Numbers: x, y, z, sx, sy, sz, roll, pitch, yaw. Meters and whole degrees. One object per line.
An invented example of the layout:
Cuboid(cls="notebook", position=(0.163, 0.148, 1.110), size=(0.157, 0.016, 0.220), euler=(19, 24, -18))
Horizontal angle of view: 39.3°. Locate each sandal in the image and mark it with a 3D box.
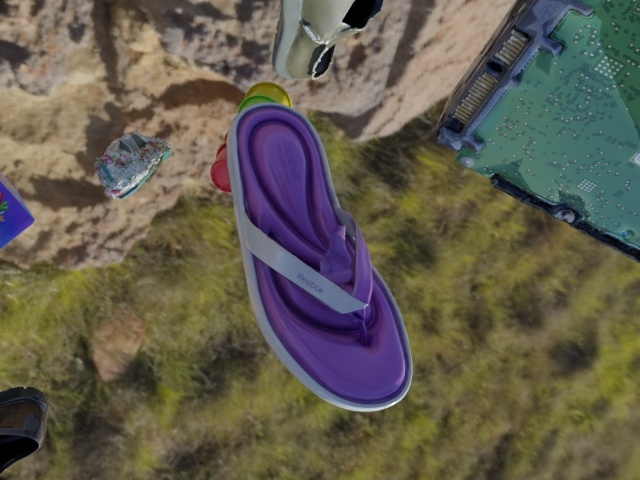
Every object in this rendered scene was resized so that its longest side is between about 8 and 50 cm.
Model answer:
Cuboid(cls="sandal", position=(-0.014, 0.005, 1.057), size=(0.170, 0.416, 0.102), euler=(-17, 160, -22))

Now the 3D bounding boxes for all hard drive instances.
Cuboid(cls="hard drive", position=(0.258, -0.055, 0.480), size=(0.064, 0.339, 0.237), euler=(-66, -175, -35))

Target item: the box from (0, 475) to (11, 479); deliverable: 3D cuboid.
Cuboid(cls="box", position=(-0.264, 0.329, 0.802), size=(0.045, 0.184, 0.190), euler=(-140, -106, -85))

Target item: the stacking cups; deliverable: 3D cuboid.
Cuboid(cls="stacking cups", position=(-0.129, -0.187, 1.579), size=(0.316, 0.096, 0.096), euler=(-68, 161, -60))

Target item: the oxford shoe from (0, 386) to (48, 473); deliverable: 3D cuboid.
Cuboid(cls="oxford shoe", position=(-0.441, 0.260, 1.085), size=(0.227, 0.096, 0.082), euler=(-25, 130, 1))

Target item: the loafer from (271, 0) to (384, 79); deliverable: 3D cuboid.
Cuboid(cls="loafer", position=(0.009, -0.205, 0.807), size=(0.251, 0.088, 0.094), euler=(106, 0, -80))

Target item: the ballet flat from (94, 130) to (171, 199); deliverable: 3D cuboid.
Cuboid(cls="ballet flat", position=(-0.290, -0.131, 1.402), size=(0.091, 0.241, 0.077), euler=(-35, 102, 11))

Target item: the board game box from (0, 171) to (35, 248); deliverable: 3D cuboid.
Cuboid(cls="board game box", position=(-0.536, -0.117, 1.300), size=(0.078, 0.347, 0.233), euler=(-41, 112, -11))
